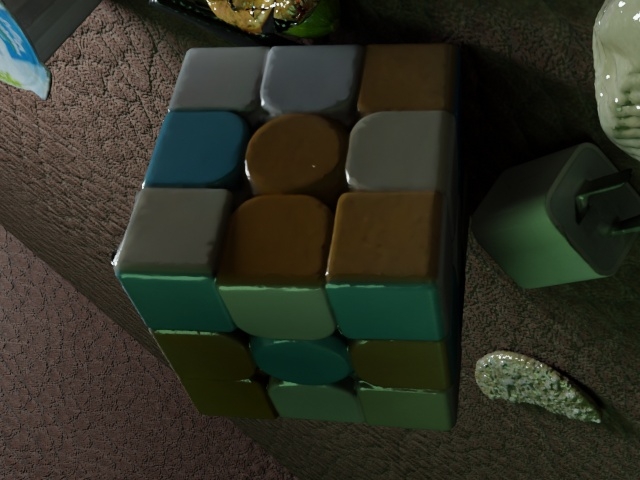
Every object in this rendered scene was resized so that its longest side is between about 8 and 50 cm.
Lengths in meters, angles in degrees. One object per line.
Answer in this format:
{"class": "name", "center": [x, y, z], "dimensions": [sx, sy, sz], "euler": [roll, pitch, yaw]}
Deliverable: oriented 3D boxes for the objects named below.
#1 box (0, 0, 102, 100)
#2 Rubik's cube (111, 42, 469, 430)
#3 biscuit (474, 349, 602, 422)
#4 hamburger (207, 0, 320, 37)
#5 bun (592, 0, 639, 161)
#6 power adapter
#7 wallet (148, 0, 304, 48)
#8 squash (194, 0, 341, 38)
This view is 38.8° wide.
{"class": "box", "center": [-0.450, -0.377, 1.347], "dimensions": [0.291, 0.206, 0.262], "euler": [19, 148, 38]}
{"class": "Rubik's cube", "center": [0.000, 0.000, 1.102], "dimensions": [0.344, 0.347, 0.346], "euler": [2, 146, 12]}
{"class": "biscuit", "center": [0.346, 0.237, 1.536], "dimensions": [0.250, 0.032, 0.133], "euler": [7, 140, 50]}
{"class": "hamburger", "center": [-0.064, -0.335, 0.970], "dimensions": [0.231, 0.107, 0.231], "euler": [20, 130, 26]}
{"class": "bun", "center": [0.340, -0.154, 0.685], "dimensions": [0.281, 0.205, 0.281], "euler": [25, 165, 7]}
{"class": "power adapter", "center": [0.295, -0.031, 1.036], "dimensions": [0.130, 0.125, 0.205], "euler": [46, 153, -16]}
{"class": "wallet", "center": [-0.096, -0.257, 1.140], "dimensions": [0.244, 0.025, 0.124], "euler": [18, -173, -15]}
{"class": "squash", "center": [-0.053, -0.298, 1.097], "dimensions": [0.188, 0.095, 0.095], "euler": [25, 152, 19]}
